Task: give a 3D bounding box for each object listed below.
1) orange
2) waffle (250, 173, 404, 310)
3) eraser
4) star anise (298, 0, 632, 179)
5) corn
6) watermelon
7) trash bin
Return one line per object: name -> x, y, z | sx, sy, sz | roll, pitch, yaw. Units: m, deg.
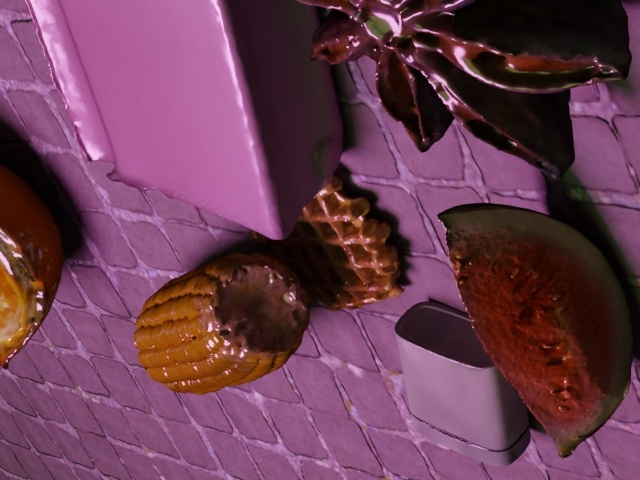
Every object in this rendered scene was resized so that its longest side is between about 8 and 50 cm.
orange -> -0.424, -0.003, 1.946 | 0.262, 0.196, 0.334 | 39, 157, -18
waffle -> -0.002, -0.004, 1.567 | 0.191, 0.038, 0.191 | 33, 148, 24
eraser -> -0.131, -0.199, 1.416 | 0.272, 0.122, 0.359 | 20, 142, 35
star anise -> 0.080, -0.181, 1.177 | 0.331, 0.117, 0.332 | 34, 157, 17
corn -> -0.096, 0.083, 1.657 | 0.131, 0.131, 0.344 | 50, 163, -6
watermelon -> 0.177, 0.058, 1.337 | 0.063, 0.119, 0.245 | 19, 142, 57
trash bin -> 0.129, 0.131, 1.546 | 0.116, 0.059, 0.130 | 20, 141, 34
